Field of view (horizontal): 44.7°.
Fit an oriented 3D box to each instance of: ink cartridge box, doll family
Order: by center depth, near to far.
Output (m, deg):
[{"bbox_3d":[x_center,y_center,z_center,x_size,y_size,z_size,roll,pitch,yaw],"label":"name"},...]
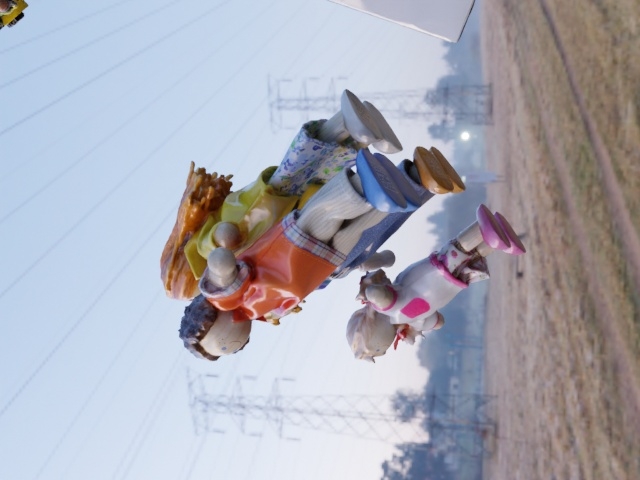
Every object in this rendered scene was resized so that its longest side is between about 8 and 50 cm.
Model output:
[{"bbox_3d":[0.000,0.000,0.470,0.263,0.163,0.118,15,-140,-57],"label":"doll family"},{"bbox_3d":[-0.019,-0.279,0.726,0.165,0.332,0.065,-73,4,-63],"label":"ink cartridge box"}]

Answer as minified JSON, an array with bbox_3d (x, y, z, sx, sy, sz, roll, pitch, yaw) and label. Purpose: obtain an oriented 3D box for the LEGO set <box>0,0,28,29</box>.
[{"bbox_3d":[-0.268,-0.262,0.424,0.255,0.192,0.331,-40,-66,-20],"label":"LEGO set"}]
